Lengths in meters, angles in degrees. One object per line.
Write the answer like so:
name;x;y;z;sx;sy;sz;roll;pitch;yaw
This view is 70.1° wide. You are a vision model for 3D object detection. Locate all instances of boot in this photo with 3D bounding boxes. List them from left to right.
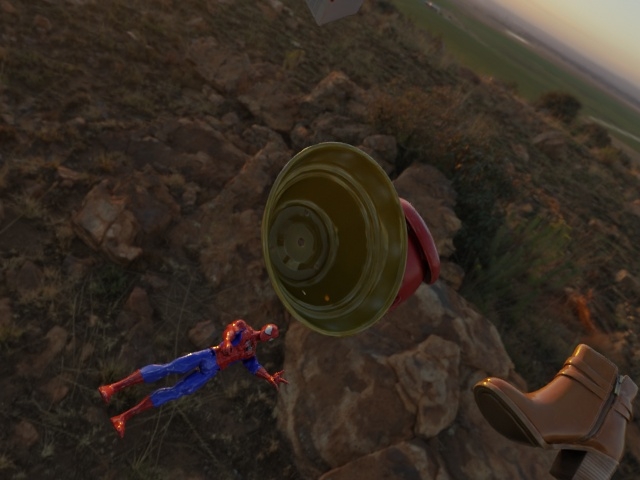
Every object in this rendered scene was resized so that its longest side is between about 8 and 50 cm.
boot;0.281;0.182;0.538;0.197;0.073;0.152;43;70;-10

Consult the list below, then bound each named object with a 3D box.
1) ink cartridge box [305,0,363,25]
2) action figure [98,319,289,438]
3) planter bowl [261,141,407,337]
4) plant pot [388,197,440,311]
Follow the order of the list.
ink cartridge box;0.003;-0.414;0.622;0.072;0.127;0.175;-28;91;-18
action figure;-0.166;0.201;0.686;0.281;0.091;0.139;-24;18;-33
planter bowl;0.000;0.000;0.540;0.217;0.090;0.217;3;86;-40
plant pot;0.100;0.028;0.789;0.174;0.191;0.191;-25;50;-2
